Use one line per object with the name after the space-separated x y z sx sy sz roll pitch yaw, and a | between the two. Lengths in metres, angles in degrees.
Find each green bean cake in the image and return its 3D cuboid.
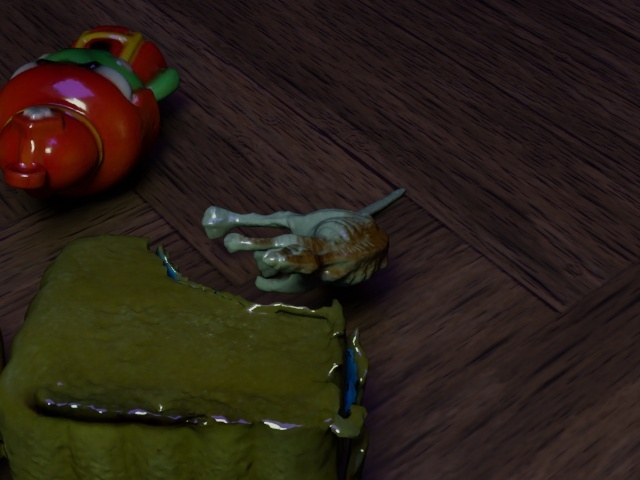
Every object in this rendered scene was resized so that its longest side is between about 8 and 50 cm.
-0.109 0.136 0.922 0.310 0.202 0.285 5 32 4 | green bean cake

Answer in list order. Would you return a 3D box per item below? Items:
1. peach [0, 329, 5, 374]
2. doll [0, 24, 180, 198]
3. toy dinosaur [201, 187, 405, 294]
-0.373 0.147 0.873 0.251 0.153 0.251 -28 45 32 | peach
-0.283 -0.137 1.200 0.183 0.160 0.363 8 26 4 | doll
0.000 0.000 1.086 0.205 0.092 0.393 -1 5 33 | toy dinosaur
